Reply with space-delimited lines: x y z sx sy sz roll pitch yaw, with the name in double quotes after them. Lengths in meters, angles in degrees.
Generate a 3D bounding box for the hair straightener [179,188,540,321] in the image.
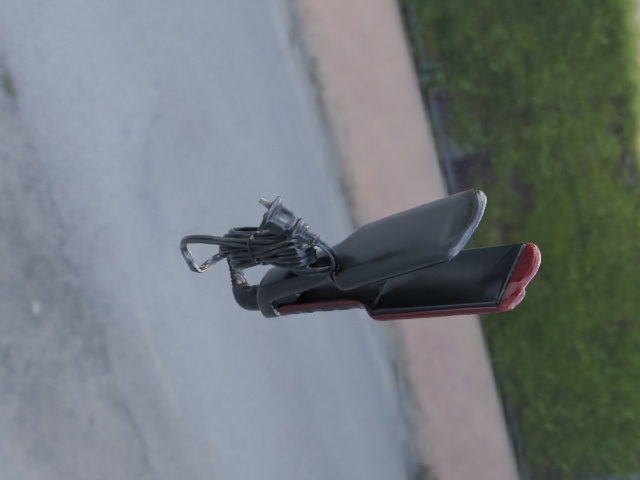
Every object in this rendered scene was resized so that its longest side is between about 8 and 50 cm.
0.000 0.000 0.658 0.089 0.230 0.047 44 64 -27 "hair straightener"
